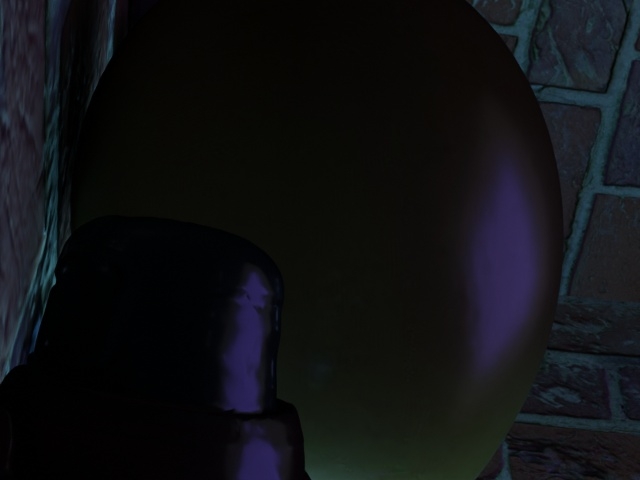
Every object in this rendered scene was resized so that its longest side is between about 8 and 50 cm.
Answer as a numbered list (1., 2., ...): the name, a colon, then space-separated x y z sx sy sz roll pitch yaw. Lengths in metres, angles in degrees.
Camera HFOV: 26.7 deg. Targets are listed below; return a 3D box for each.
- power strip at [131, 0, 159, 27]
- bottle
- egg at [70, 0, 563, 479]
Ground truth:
1. power strip: -0.103 -0.187 1.121 0.038 0.109 0.279 -91 -172 -47
2. bottle: -0.078 0.126 0.471 0.156 0.143 0.271 17 79 -54
3. egg: 0.000 0.000 0.832 0.301 0.301 0.374 112 -31 -76
